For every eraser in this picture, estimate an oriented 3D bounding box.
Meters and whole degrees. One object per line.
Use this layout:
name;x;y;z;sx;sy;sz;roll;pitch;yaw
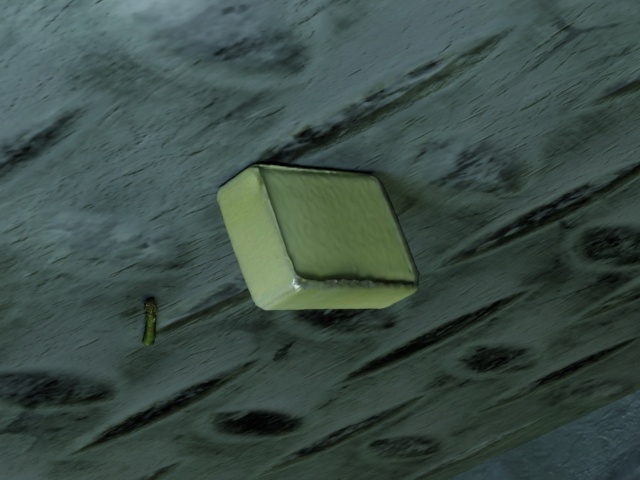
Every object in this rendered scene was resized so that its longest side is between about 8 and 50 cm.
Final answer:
eraser;0.000;0.000;1.601;0.058;0.117;0.172;-34;158;33

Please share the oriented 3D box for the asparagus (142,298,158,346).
asparagus;-0.161;0.076;1.800;0.014;0.015;0.114;14;156;0
